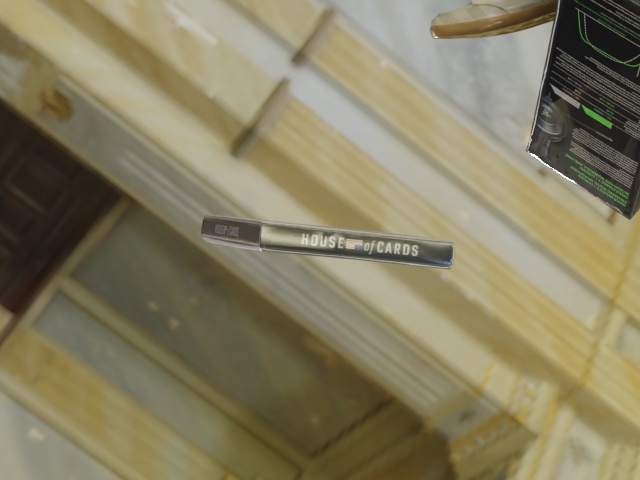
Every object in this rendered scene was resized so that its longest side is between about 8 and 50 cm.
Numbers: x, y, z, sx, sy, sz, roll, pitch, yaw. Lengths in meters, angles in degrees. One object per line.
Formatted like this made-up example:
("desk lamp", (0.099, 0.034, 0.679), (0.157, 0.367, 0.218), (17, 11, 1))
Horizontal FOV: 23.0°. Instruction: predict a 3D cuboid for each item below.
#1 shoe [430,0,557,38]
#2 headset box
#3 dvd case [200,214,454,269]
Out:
("shoe", (0.215, -0.247, 1.582), (0.219, 0.058, 0.076), (-13, 180, 6))
("headset box", (0.329, -0.193, 1.471), (0.246, 0.131, 0.283), (-43, 155, -26))
("dvd case", (0.000, 0.000, 1.468), (0.239, 0.179, 0.029), (-169, -95, -73))
